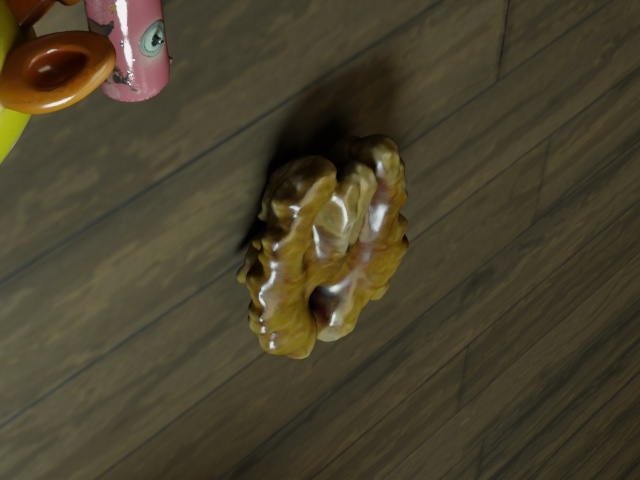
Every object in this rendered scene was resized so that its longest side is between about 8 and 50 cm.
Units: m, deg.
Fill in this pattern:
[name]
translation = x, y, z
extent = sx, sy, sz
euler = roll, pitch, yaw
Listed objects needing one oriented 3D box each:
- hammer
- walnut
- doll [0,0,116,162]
[hammer]
translation = -0.098, -0.108, 0.625
extent = 0.043, 0.043, 0.083
euler = -35, 145, -29
[walnut]
translation = 0.000, 0.000, 0.859
extent = 0.143, 0.069, 0.170
euler = -23, 138, -41
[doll]
translation = -0.171, -0.050, 0.494
extent = 0.221, 0.143, 0.135
euler = -49, 150, 7
